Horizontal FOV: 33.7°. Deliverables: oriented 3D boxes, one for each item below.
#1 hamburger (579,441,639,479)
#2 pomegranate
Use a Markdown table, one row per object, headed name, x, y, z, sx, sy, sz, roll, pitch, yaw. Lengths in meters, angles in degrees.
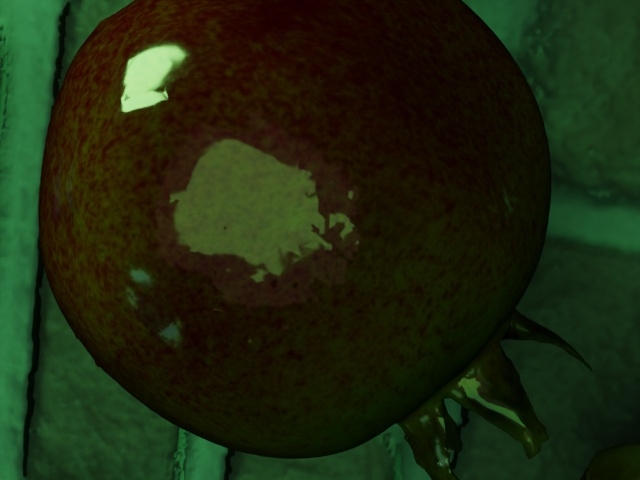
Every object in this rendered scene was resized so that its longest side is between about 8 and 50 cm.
| name | x | y | z | sx | sy | sz | roll | pitch | yaw |
| --- | --- | --- | --- | --- | --- | --- | --- | --- | --- |
| hamburger | 0.195 | 0.196 | 0.472 | 0.144 | 0.156 | 0.283 | -20 | 99 | -5 |
| pomegranate | 0.000 | 0.000 | 0.459 | 0.221 | 0.221 | 0.256 | -43 | 89 | 14 |
